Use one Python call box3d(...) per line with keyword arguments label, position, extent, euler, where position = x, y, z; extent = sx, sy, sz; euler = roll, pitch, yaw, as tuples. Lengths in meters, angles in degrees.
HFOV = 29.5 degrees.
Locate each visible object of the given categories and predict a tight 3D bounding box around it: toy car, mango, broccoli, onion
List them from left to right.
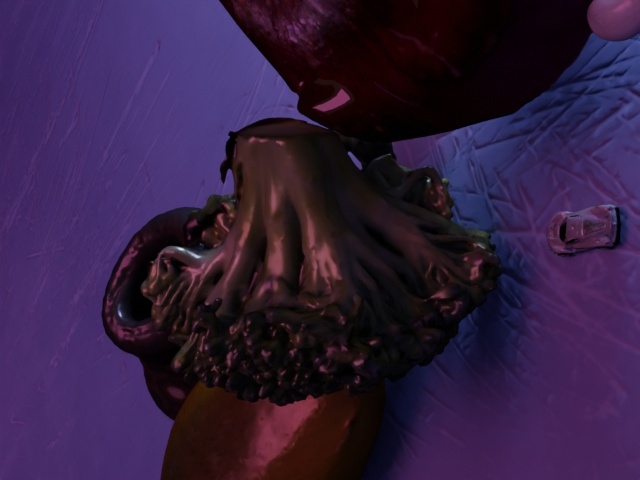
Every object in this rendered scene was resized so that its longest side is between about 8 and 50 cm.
box3d(label="mango", position=(-0.054, 0.227, 1.376), extent=(0.365, 0.182, 0.253), euler=(-54, 41, 39))
box3d(label="broccoli", position=(0.001, 0.023, 1.207), extent=(0.334, 0.324, 0.272), euler=(25, 105, 48))
box3d(label="onion", position=(0.116, -0.299, 1.104), extent=(0.398, 0.420, 0.398), euler=(23, 128, 33))
box3d(label="toy car", position=(0.237, -0.009, 1.108), extent=(0.093, 0.025, 0.041), euler=(-14, 70, 57))

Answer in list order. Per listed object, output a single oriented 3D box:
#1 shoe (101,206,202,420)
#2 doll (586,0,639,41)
box3d(label="shoe", position=(-0.166, 0.106, 1.534), extent=(0.384, 0.237, 0.171), euler=(-49, 44, 41))
box3d(label="doll", position=(0.341, -0.220, 0.790), extent=(0.242, 0.159, 0.311), euler=(40, 151, 22))
